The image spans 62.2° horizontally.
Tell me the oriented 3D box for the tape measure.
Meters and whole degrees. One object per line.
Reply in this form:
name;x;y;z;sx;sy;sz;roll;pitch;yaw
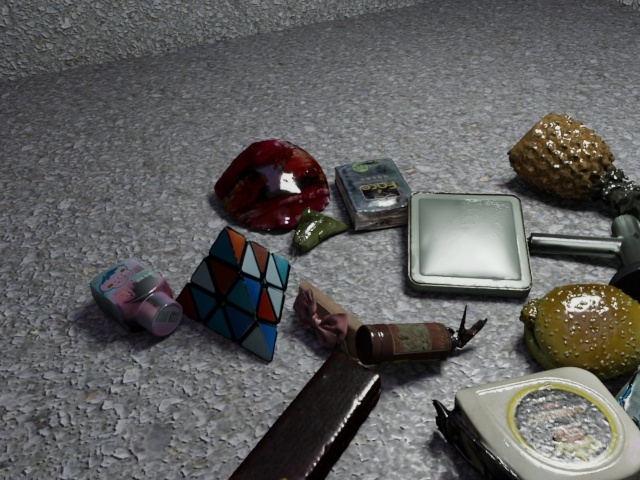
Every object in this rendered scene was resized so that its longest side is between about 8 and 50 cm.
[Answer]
tape measure;0.335;0.329;0.815;0.271;0.133;0.231;-8;33;-3

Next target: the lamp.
lamp;0.332;0.001;1.212;0.267;0.047;0.269;4;55;5

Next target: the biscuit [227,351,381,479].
biscuit;-0.039;0.346;0.861;0.107;0.073;0.388;22;47;28

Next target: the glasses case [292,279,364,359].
glasses case;0.008;0.158;1.059;0.070;0.102;0.193;-37;50;-25

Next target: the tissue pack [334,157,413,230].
tissue pack;0.142;-0.127;1.403;0.173;0.073;0.235;-8;40;-8

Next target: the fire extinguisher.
fire extinguisher;0.199;0.181;0.991;0.252;0.106;0.075;2;45;-19

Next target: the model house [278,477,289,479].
model house;-0.048;0.450;0.651;0.199;0.220;0.229;-50;60;12

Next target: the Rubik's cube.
Rubik's cube;-0.175;0.159;1.094;0.250;0.284;0.234;-31;65;6

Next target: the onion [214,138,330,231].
onion;-0.106;-0.163;1.416;0.314;0.146;0.280;-23;48;-28

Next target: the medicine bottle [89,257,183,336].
medicine bottle;-0.384;0.127;1.127;0.188;0.094;0.119;26;47;30

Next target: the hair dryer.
hair dryer;0.599;0.062;1.163;0.284;0.155;0.320;-15;24;17

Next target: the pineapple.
pineapple;0.673;-0.168;1.339;0.202;0.202;0.362;-30;57;-28

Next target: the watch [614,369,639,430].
watch;0.635;0.304;0.844;0.276;0.068;0.274;-26;51;-25

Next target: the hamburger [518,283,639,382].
hamburger;0.484;0.167;0.984;0.215;0.122;0.189;2;57;9

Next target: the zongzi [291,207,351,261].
zongzi;0.000;0.000;1.293;0.130;0.062;0.154;21;52;-5
